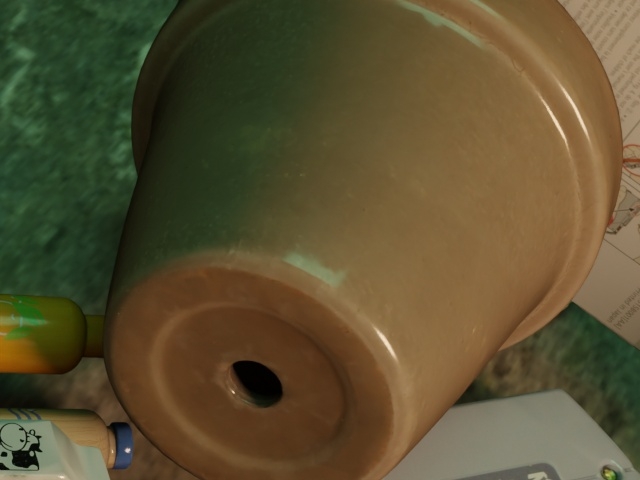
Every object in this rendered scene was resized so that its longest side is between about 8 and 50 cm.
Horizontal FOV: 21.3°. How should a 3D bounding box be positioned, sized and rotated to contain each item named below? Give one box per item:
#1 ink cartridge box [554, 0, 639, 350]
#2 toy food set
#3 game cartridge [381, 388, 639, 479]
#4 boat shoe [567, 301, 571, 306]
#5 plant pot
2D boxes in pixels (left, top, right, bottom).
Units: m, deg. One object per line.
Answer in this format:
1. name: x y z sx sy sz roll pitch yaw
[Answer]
1. ink cartridge box: 0.161 -0.079 0.910 0.239 0.275 0.060 34 52 2
2. toy food set: -0.120 0.125 0.797 0.105 0.111 0.232 3 31 -22
3. game cartridge: 0.119 0.212 0.856 0.196 0.060 0.294 -9 53 -22
4. boat shoe: 0.171 0.004 1.071 0.137 0.049 0.043 -31 107 -41
5. plant pot: 0.000 0.000 0.842 0.263 0.263 0.229 26 40 3
